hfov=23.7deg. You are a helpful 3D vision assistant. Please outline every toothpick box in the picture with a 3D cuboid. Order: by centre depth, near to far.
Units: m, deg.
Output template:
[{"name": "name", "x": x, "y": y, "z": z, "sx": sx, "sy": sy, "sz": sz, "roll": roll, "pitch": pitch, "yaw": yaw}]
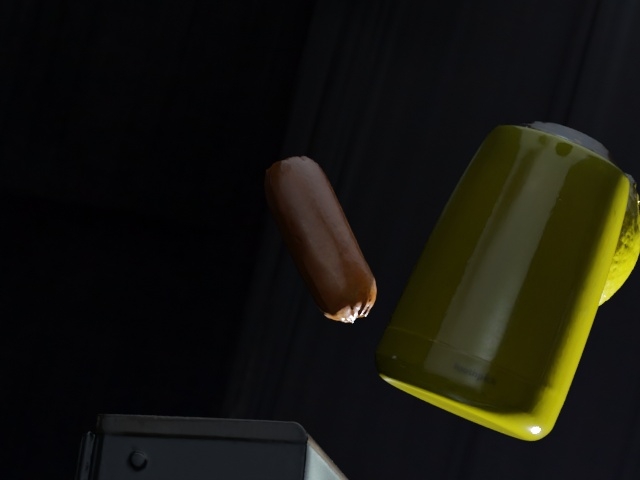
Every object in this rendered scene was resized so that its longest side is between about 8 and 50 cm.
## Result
[{"name": "toothpick box", "x": 0.175, "y": 0.030, "z": 1.397, "sx": 0.175, "sy": 0.271, "sz": 0.175, "roll": 23, "pitch": 173, "yaw": 3}]

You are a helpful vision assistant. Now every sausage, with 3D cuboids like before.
[{"name": "sausage", "x": 0.000, "y": 0.000, "z": 1.701, "sx": 0.076, "sy": 0.197, "sz": 0.076, "roll": -24, "pitch": 170, "yaw": -4}]

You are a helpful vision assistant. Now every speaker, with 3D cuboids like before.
[{"name": "speaker", "x": -0.072, "y": 0.232, "z": 1.161, "sx": 0.193, "sy": 0.153, "sz": 0.231, "roll": 1, "pitch": 161, "yaw": 11}]

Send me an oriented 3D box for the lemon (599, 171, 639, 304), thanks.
[{"name": "lemon", "x": 0.249, "y": -0.003, "z": 1.648, "sx": 0.193, "sy": 0.180, "sz": 0.181, "roll": -20, "pitch": 162, "yaw": 29}]
